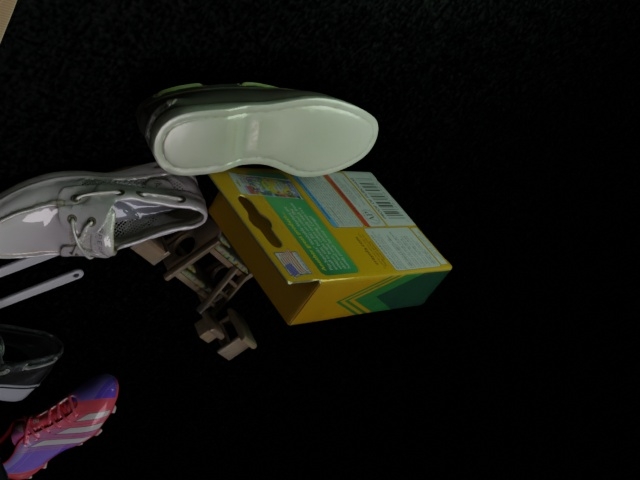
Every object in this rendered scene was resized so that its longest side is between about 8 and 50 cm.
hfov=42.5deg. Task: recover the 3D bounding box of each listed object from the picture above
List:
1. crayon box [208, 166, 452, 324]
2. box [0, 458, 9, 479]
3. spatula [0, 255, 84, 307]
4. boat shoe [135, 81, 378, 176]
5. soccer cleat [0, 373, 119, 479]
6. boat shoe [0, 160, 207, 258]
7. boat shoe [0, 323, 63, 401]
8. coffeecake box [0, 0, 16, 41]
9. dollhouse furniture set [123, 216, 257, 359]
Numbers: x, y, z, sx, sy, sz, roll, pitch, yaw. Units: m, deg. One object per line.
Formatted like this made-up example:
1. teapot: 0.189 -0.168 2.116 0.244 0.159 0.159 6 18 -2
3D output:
1. crayon box: 0.000 0.000 1.069 0.323 0.203 0.083 -2 136 -48
2. box: -0.709 0.445 1.007 0.471 0.297 0.480 -53 140 9
3. spatula: -0.431 0.051 1.025 0.242 0.019 0.168 -22 143 -11
4. boat shoe: -0.070 -0.140 0.994 0.305 0.091 0.109 -5 125 -32
5. soccer cleat: -0.416 0.285 1.267 0.248 0.083 0.095 -38 139 14
6. boat shoe: -0.268 -0.025 0.977 0.277 0.096 0.098 -17 139 -22
7. boat shoe: -0.441 0.139 1.022 0.105 0.113 0.306 -41 152 10
8. coffeecake box: -0.313 -0.203 0.663 0.068 0.185 0.142 7 130 -40
9. dollhouse furniture set: -0.150 0.048 1.098 0.101 0.161 0.182 -35 145 5
